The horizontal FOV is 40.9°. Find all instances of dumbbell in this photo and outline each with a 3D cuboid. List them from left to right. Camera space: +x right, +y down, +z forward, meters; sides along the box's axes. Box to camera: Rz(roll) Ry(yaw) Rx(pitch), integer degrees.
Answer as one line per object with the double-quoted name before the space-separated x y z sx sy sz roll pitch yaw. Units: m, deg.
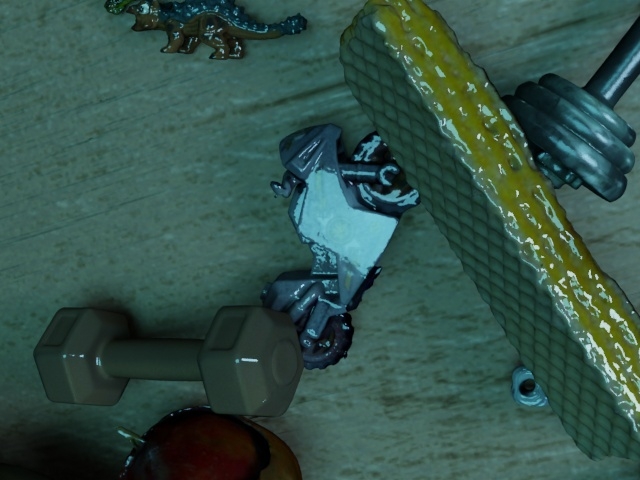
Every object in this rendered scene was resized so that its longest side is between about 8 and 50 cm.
"dumbbell" -0.124 0.096 0.691 0.230 0.092 0.082 -2 139 30
"dumbbell" 0.219 -0.135 0.590 0.110 0.110 0.254 37 101 2

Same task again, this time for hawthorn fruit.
"hawthorn fruit" -0.099 0.203 0.705 0.172 0.148 0.148 43 107 -8

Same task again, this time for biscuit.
"biscuit" 0.134 0.000 0.595 0.054 0.094 0.379 -34 93 -19

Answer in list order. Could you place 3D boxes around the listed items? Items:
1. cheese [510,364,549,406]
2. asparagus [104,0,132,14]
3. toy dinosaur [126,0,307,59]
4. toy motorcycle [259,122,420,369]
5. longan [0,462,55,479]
"cheese" 0.240 0.117 0.667 0.171 0.047 0.092 24 106 7
"asparagus" -0.122 -0.217 0.685 0.127 0.015 0.018 -30 86 16
"toy dinosaur" -0.083 -0.169 0.671 0.154 0.049 0.055 6 101 16
"toy motorcycle" 0.000 0.000 0.676 0.122 0.080 0.215 27 109 4
"longan" -0.292 0.355 0.685 0.404 0.336 0.405 12 134 13
